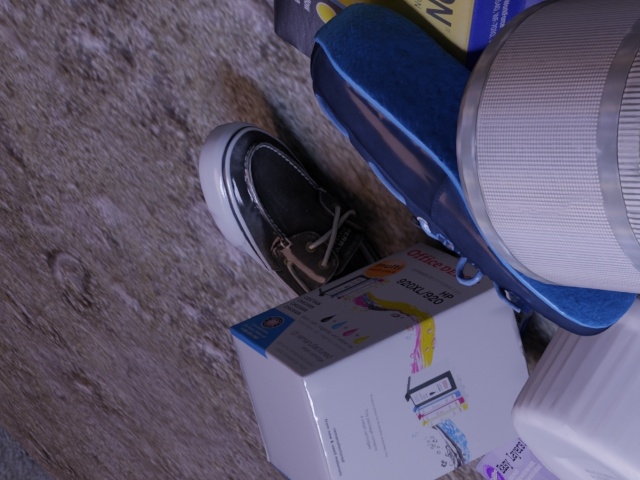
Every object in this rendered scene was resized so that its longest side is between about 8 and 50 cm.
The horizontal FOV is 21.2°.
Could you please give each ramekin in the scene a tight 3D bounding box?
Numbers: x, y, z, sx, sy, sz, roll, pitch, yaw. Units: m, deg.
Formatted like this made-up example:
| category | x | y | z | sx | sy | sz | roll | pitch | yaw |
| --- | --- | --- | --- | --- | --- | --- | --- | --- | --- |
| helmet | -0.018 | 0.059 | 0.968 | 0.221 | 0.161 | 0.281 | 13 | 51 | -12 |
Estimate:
| category | x | y | z | sx | sy | sz | roll | pitch | yaw |
| --- | --- | --- | --- | --- | --- | --- | --- | --- | --- |
| ramekin | 0.299 | 0.172 | 1.481 | 0.277 | 0.135 | 0.277 | 36 | 169 | 8 |

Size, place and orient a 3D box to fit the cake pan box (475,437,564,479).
| category | x | y | z | sx | sy | sz | roll | pitch | yaw |
| --- | --- | --- | --- | --- | --- | --- | --- | --- | --- |
| cake pan box | 0.295 | 0.258 | 1.772 | 0.246 | 0.070 | 0.267 | 45 | 154 | 11 |

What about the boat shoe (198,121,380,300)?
| category | x | y | z | sx | sy | sz | roll | pitch | yaw |
| --- | --- | --- | --- | --- | --- | --- | --- | --- | --- |
| boat shoe | 0.000 | 0.000 | 1.831 | 0.119 | 0.121 | 0.335 | 3 | 141 | 45 |

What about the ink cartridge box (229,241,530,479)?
| category | x | y | z | sx | sy | sz | roll | pitch | yaw |
| --- | --- | --- | --- | --- | --- | --- | --- | --- | --- |
| ink cartridge box | 0.064 | 0.133 | 1.689 | 0.171 | 0.233 | 0.168 | 28 | 137 | 59 |

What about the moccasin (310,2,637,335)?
| category | x | y | z | sx | sy | sz | roll | pitch | yaw |
| --- | --- | --- | --- | --- | --- | --- | --- | --- | --- |
| moccasin | 0.129 | -0.058 | 1.432 | 0.342 | 0.138 | 0.117 | 50 | 157 | 9 |

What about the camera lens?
| category | x | y | z | sx | sy | sz | roll | pitch | yaw |
| --- | --- | --- | --- | --- | --- | --- | --- | --- | --- |
| camera lens | 0.249 | -0.069 | 1.218 | 0.274 | 0.219 | 0.219 | 5 | 132 | 54 |

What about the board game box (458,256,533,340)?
| category | x | y | z | sx | sy | sz | roll | pitch | yaw |
| --- | --- | --- | --- | --- | --- | --- | --- | --- | --- |
| board game box | 0.172 | 0.063 | 1.739 | 0.090 | 0.020 | 0.090 | 40 | 153 | 17 |

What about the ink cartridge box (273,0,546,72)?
| category | x | y | z | sx | sy | sz | roll | pitch | yaw |
| --- | --- | --- | --- | --- | --- | --- | --- | --- | --- |
| ink cartridge box | 0.087 | -0.209 | 1.445 | 0.307 | 0.072 | 0.303 | 38 | 152 | 23 |
